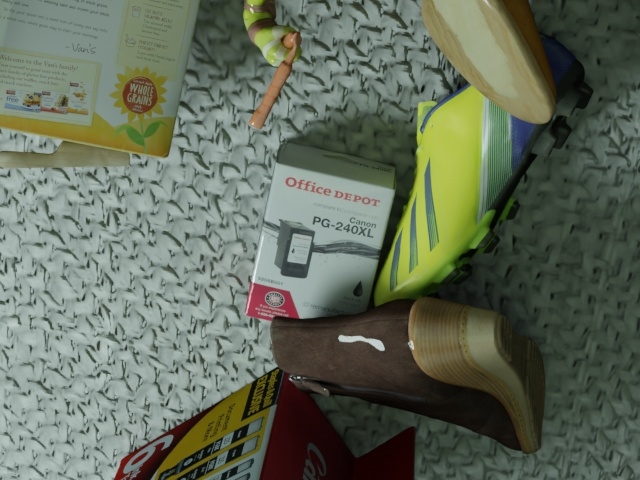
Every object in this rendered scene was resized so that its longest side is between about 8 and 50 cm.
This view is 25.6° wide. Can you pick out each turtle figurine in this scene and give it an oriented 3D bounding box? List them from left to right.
[{"bbox_3d":[-0.033,-0.234,1.096,0.087,0.217,0.269,7,107,14],"label":"turtle figurine"}]

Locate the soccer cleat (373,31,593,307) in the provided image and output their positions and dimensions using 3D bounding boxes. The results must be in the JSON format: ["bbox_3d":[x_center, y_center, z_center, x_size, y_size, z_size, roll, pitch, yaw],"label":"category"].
[{"bbox_3d":[0.119,-0.058,1.227,0.121,0.093,0.289,37,111,13],"label":"soccer cleat"}]

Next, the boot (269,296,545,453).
[{"bbox_3d":[0.086,0.121,1.261,0.207,0.090,0.248,-3,149,21],"label":"boot"}]

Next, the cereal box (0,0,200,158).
[{"bbox_3d":[-0.187,-0.200,1.159,0.173,0.047,0.240,11,95,-21],"label":"cereal box"}]

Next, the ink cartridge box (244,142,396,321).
[{"bbox_3d":[0.000,0.000,1.259,0.109,0.063,0.150,12,110,0],"label":"ink cartridge box"}]

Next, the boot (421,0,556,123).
[{"bbox_3d":[0.154,-0.262,1.104,0.211,0.104,0.295,-44,111,-22],"label":"boot"}]

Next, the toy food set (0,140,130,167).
[{"bbox_3d":[-0.241,-0.167,1.210,0.128,0.071,0.218,-10,102,-18],"label":"toy food set"}]

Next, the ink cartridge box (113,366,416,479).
[{"bbox_3d":[-0.063,0.244,1.220,0.272,0.309,0.130,-32,104,13],"label":"ink cartridge box"}]
